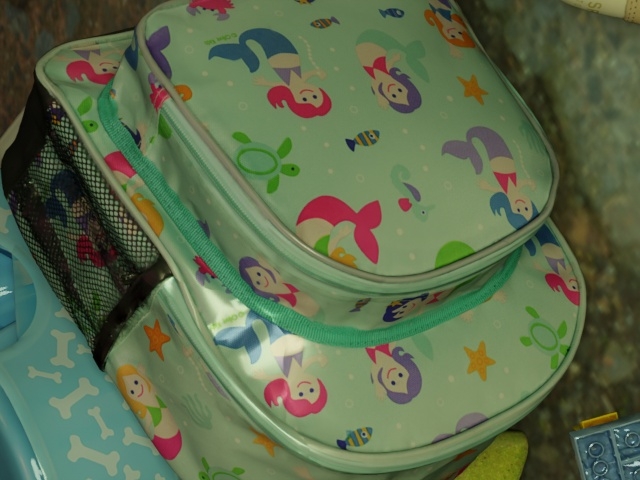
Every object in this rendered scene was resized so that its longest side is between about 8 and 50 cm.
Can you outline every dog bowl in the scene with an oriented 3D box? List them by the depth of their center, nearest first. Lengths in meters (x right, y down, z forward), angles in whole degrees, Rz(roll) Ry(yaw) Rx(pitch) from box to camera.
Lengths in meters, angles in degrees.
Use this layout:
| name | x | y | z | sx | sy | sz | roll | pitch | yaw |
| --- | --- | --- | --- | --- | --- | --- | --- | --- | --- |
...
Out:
| name | x | y | z | sx | sy | sz | roll | pitch | yaw |
| --- | --- | --- | --- | --- | --- | --- | --- | --- | --- |
| dog bowl | -0.162 | 0.071 | 0.882 | 0.297 | 0.074 | 0.166 | 50 | 145 | 37 |

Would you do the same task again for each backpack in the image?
| name | x | y | z | sx | sy | sz | roll | pitch | yaw |
| --- | --- | --- | --- | --- | --- | --- | --- | --- | --- |
| backpack | 0.000 | 0.000 | 0.799 | 0.253 | 0.225 | 0.191 | 61 | 144 | 13 |

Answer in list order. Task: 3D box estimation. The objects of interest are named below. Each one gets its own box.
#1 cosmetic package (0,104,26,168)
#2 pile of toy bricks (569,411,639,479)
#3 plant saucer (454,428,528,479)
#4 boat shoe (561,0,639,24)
| name | x | y | z | sx | sy | sz | roll | pitch | yaw |
| --- | --- | --- | --- | --- | --- | --- | --- | --- | --- |
| cosmetic package | -0.094 | 0.013 | 0.986 | 0.151 | 0.151 | 0.183 | -39 | 68 | 51 |
| pile of toy bricks | 0.151 | 0.147 | 0.748 | 0.105 | 0.118 | 0.212 | -125 | 20 | -81 |
| plant saucer | 0.003 | 0.169 | 0.902 | 0.188 | 0.045 | 0.188 | 5 | 68 | 52 |
| boat shoe | 0.151 | -0.224 | 0.654 | 0.098 | 0.109 | 0.302 | 19 | 121 | 6 |
